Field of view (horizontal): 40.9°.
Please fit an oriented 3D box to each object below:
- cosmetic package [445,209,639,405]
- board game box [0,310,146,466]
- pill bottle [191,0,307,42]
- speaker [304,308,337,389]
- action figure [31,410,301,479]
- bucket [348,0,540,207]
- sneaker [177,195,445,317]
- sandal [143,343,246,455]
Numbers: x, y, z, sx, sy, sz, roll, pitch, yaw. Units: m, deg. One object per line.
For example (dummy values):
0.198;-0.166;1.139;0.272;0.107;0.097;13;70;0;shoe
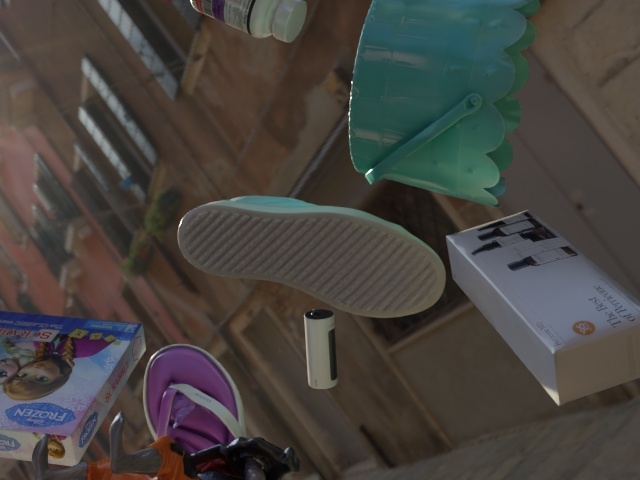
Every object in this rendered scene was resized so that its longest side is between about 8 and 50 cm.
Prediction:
0.207;0.051;0.800;0.098;0.061;0.239;-19;27;-6;cosmetic package
-0.505;0.239;1.471;0.318;0.066;0.318;4;29;8;board game box
-0.126;-0.430;1.546;0.108;0.193;0.108;-58;-14;-23;pill bottle
0.001;0.192;1.531;0.055;0.136;0.055;-3;15;1;speaker
-0.210;0.352;1.090;0.341;0.330;0.179;-33;34;31;action figure
0.153;-0.183;1.053;0.281;0.183;0.281;11;-90;-75;bucket
0.000;0.000;1.168;0.150;0.365;0.135;-39;-39;-66;sneaker
-0.204;0.331;1.442;0.169;0.416;0.102;-21;-37;-5;sandal
